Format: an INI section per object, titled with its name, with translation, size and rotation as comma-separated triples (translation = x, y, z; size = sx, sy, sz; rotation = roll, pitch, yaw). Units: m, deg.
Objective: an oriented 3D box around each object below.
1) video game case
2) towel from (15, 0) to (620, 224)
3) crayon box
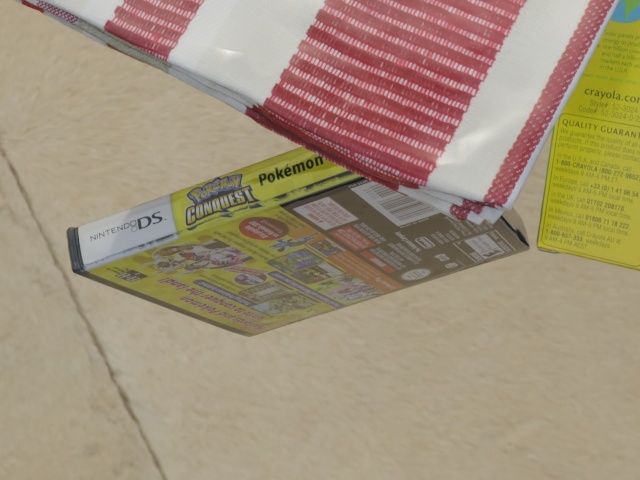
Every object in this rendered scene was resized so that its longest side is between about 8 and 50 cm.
[video game case]
translation = 0.000, 0.000, 0.847
size = 0.248, 0.275, 0.035
rotation = -19, 71, 16
[towel]
translation = -0.011, -0.174, 0.574
size = 0.329, 0.037, 0.237
rotation = 27, 79, 10
[crayon box]
translation = 0.285, -0.129, 0.874
size = 0.202, 0.081, 0.318
rotation = 15, 111, 26
